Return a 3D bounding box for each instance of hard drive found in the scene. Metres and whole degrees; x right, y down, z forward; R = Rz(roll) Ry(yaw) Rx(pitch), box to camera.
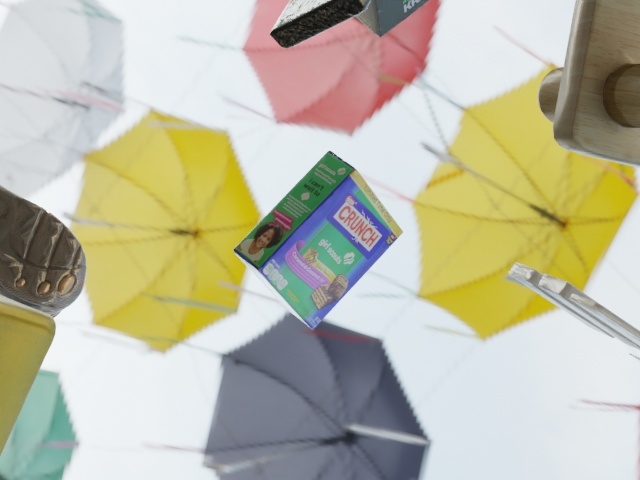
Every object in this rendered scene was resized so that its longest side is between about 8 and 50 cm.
[{"bbox_3d":[0.023,-0.209,1.187,0.094,0.022,0.135,-19,-145,46],"label":"hard drive"}]

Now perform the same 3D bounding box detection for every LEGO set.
[{"bbox_3d":[0.257,0.079,1.029,0.060,0.244,0.182,-57,-169,-1],"label":"LEGO set"}]

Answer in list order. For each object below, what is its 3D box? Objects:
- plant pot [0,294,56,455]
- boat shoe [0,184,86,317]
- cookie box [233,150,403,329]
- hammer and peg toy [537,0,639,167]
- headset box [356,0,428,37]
[{"bbox_3d":[-0.336,0.093,0.998,0.212,0.187,0.212,17,-100,45],"label":"plant pot"},{"bbox_3d":[-0.373,-0.030,1.484,0.324,0.123,0.116,44,-36,-1],"label":"boat shoe"},{"bbox_3d":[0.000,0.000,1.195,0.107,0.092,0.040,-47,-134,-7],"label":"cookie box"},{"bbox_3d":[0.316,-0.141,0.968,0.127,0.361,0.265,9,-92,64],"label":"hammer and peg toy"},{"bbox_3d":[0.096,-0.385,1.550,0.246,0.283,0.131,-40,-112,-12],"label":"headset box"}]
